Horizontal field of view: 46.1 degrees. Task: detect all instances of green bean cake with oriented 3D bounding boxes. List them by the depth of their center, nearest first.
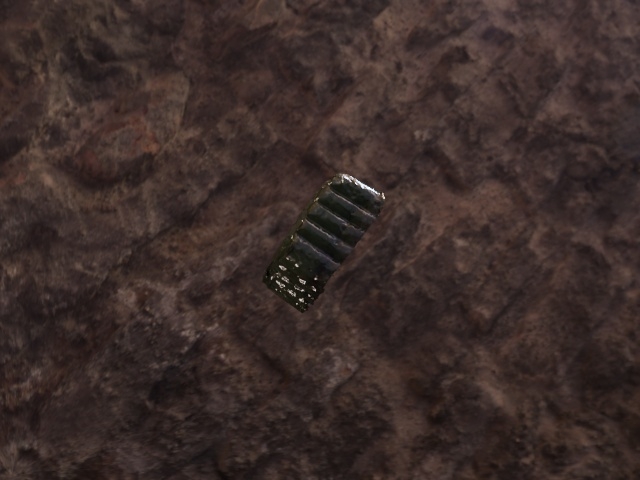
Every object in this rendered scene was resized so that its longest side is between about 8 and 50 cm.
[{"bbox_3d":[0.000,0.000,1.107,0.094,0.173,0.181,35,-113,0],"label":"green bean cake"}]
